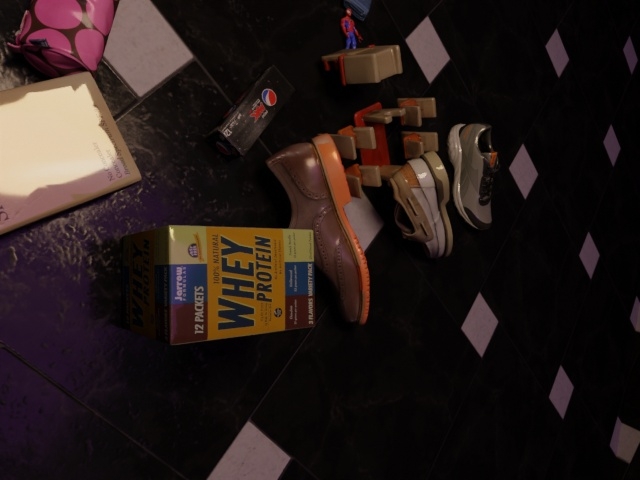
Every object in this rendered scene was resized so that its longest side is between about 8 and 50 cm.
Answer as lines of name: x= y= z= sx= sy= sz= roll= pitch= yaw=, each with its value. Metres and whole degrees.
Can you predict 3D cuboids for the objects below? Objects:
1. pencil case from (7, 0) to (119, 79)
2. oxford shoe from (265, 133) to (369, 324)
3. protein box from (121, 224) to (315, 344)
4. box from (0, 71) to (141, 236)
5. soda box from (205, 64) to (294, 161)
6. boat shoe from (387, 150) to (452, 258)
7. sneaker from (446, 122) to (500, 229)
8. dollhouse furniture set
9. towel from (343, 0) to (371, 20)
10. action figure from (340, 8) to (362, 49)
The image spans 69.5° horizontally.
pencil case: x=-0.321 y=-0.317 z=0.603 sx=0.098 sy=0.095 sz=0.209 roll=15 pitch=75 yaw=-16
oxford shoe: x=0.000 y=0.000 z=0.837 sx=0.133 sy=0.130 sz=0.363 roll=-17 pitch=107 yaw=-5
protein box: x=-0.146 y=0.055 z=0.642 sx=0.201 sy=0.200 sz=0.135 roll=1 pitch=86 yaw=-38
box: x=-0.387 y=-0.068 z=0.511 sx=0.311 sy=0.121 sz=0.147 roll=-34 pitch=108 yaw=-35
soda box: x=-0.116 y=-0.214 z=0.776 sx=0.060 sy=0.053 sz=0.168 roll=45 pitch=62 yaw=-27
boat shoe: x=0.205 y=-0.055 z=0.957 sx=0.104 sy=0.113 sz=0.302 roll=-22 pitch=139 yaw=2
sneaker: x=0.387 y=-0.157 z=1.134 sx=0.100 sy=0.108 sz=0.271 roll=-18 pitch=99 yaw=-39
dollhouse furniture set: x=0.097 y=-0.242 z=0.912 sx=0.262 sy=0.135 sz=0.259 roll=-33 pitch=124 yaw=-34
towel: x=0.081 y=-0.529 z=0.966 sx=0.067 sy=0.029 sz=0.119 roll=24 pitch=73 yaw=-35
action figure: x=0.062 y=-0.417 z=0.946 sx=0.038 sy=0.030 sz=0.115 roll=-7 pitch=89 yaw=-33
